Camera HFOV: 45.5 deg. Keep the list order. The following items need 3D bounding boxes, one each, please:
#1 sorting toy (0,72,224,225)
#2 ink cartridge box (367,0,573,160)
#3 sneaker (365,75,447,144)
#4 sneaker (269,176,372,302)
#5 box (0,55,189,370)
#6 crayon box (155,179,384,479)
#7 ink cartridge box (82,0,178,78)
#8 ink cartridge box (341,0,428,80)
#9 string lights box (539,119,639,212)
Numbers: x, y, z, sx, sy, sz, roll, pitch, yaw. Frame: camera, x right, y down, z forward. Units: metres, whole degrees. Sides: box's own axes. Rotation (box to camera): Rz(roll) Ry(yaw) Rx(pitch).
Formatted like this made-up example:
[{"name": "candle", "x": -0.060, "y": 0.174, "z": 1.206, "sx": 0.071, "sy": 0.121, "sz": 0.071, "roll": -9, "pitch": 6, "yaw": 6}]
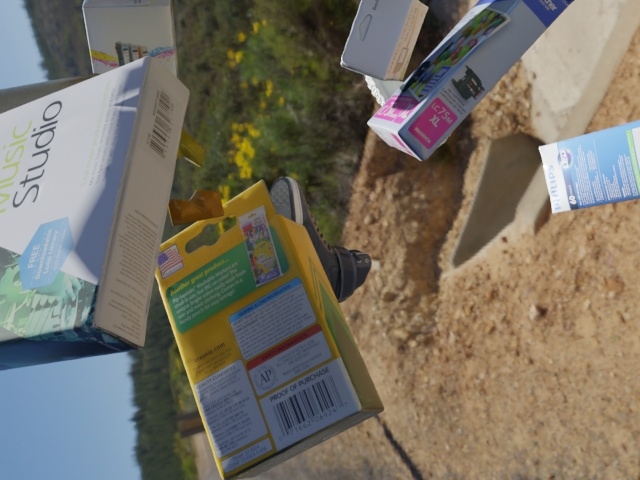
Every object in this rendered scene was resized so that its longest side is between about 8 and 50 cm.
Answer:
[{"name": "sorting toy", "x": -0.274, "y": -0.070, "z": 0.853, "sx": 0.041, "sy": 0.307, "sz": 0.229, "roll": -179, "pitch": 77, "yaw": -80}, {"name": "ink cartridge box", "x": 0.202, "y": -0.246, "z": 1.016, "sx": 0.065, "sy": 0.311, "sz": 0.186, "roll": 44, "pitch": -177, "yaw": -15}, {"name": "sneaker", "x": 0.189, "y": -0.297, "z": 1.662, "sx": 0.235, "sy": 0.095, "sz": 0.090, "roll": 50, "pitch": -173, "yaw": -14}, {"name": "sneaker", "x": -0.001, "y": 0.001, "z": 1.243, "sx": 0.086, "sy": 0.163, "sz": 0.226, "roll": 8, "pitch": 107, "yaw": 52}, {"name": "box", "x": -0.264, "y": -0.006, "z": 0.636, "sx": 0.058, "sy": 0.322, "sz": 0.232, "roll": 40, "pitch": -135, "yaw": -48}, {"name": "crayon box", "x": -0.078, "y": 0.112, "z": 0.982, "sx": 0.083, "sy": 0.203, "sz": 0.323, "roll": 25, "pitch": -142, "yaw": -62}, {"name": "ink cartridge box", "x": -0.289, "y": -0.305, "z": 1.189, "sx": 0.128, "sy": 0.127, "sz": 0.176, "roll": -104, "pitch": 14, "yaw": -52}, {"name": "ink cartridge box", "x": 0.122, "y": -0.382, "z": 1.420, "sx": 0.212, "sy": 0.093, "sz": 0.154, "roll": -33, "pitch": -37, "yaw": -71}, {"name": "string lights box", "x": 0.528, "y": -0.135, "z": 1.368, "sx": 0.259, "sy": 0.076, "sz": 0.133, "roll": -11, "pitch": 92, "yaw": 55}]
